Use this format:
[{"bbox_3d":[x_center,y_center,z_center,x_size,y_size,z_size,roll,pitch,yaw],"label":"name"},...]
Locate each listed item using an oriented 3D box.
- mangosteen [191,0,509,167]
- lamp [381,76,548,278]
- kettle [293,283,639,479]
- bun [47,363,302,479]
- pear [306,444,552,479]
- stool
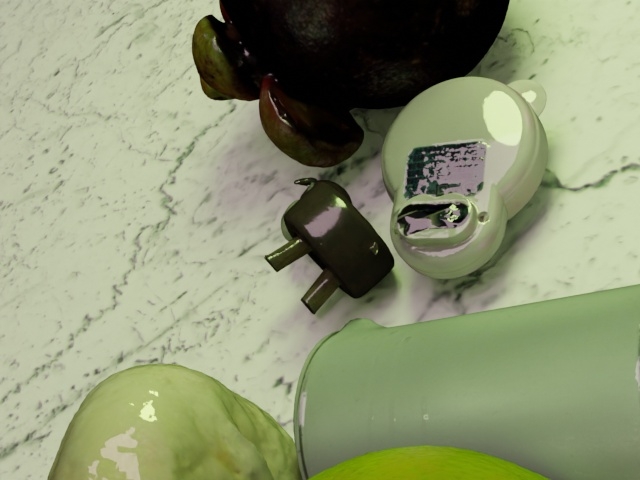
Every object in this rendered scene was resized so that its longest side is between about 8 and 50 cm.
[{"bbox_3d":[0.014,-0.301,1.492,0.435,0.382,0.382,-45,37,12],"label":"mangosteen"},{"bbox_3d":[0.152,-0.065,1.339,0.179,0.108,0.246,-4,57,31],"label":"lamp"},{"bbox_3d":[0.163,0.181,1.048,0.318,0.265,0.205,-10,15,31],"label":"kettle"},{"bbox_3d":[-0.112,0.281,1.061,0.213,0.361,0.361,4,52,14],"label":"bun"},{"bbox_3d":[0.086,0.317,0.802,0.399,0.165,0.399,-1,74,5],"label":"pear"},{"bbox_3d":[0.000,0.000,1.388,0.121,0.125,0.217,-41,29,-1],"label":"stool"}]
